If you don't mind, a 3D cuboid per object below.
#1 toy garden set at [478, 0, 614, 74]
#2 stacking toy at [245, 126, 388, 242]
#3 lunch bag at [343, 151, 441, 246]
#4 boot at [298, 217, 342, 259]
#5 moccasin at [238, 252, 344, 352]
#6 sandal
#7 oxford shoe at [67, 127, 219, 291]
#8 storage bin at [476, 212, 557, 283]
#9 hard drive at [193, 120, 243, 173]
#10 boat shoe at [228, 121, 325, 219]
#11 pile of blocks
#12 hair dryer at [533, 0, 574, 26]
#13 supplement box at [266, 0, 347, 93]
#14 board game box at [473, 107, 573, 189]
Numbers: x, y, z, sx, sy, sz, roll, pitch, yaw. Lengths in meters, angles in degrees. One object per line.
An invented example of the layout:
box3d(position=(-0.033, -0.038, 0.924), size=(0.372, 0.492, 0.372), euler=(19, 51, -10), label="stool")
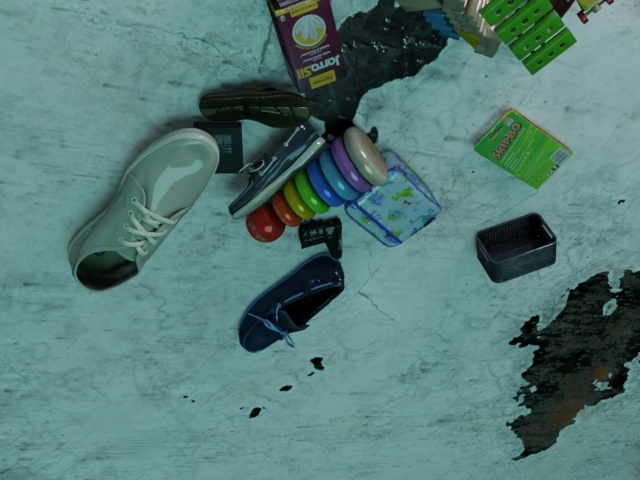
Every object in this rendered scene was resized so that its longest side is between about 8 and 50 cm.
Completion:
box3d(position=(0.426, -0.443, 1.529), size=(0.203, 0.049, 0.244), euler=(-37, 145, 20), label="toy garden set")
box3d(position=(-0.022, -0.104, 1.756), size=(0.330, 0.141, 0.141), euler=(-32, 136, 19), label="stacking toy")
box3d(position=(0.157, -0.087, 1.862), size=(0.176, 0.090, 0.219), euler=(-35, 134, 17), label="lunch bag")
box3d(position=(0.000, 0.001, 1.911), size=(0.099, 0.045, 0.121), euler=(-13, 128, -14), label="boot")
box3d(position=(-0.079, 0.171, 1.989), size=(0.137, 0.117, 0.342), euler=(24, 120, -37), label="moccasin")
box3d(position=(-0.126, -0.270, 1.592), size=(0.219, 0.060, 0.090), euler=(0, 144, -2), label="sandal")
box3d(position=(-0.356, -0.046, 1.643), size=(0.169, 0.130, 0.449), euler=(30, 119, -36), label="oxford shoe")
box3d(position=(0.500, 0.019, 2.078), size=(0.180, 0.122, 0.084), euler=(-19, 136, -4), label="storage bin")
box3d(position=(-0.204, -0.185, 1.634), size=(0.094, 0.022, 0.135), euler=(-1, 143, -4), label="hard drive")
box3d(position=(-0.104, -0.146, 1.684), size=(0.254, 0.095, 0.079), euler=(-43, 90, 11), label="boat shoe")
box3d(position=(0.241, -0.478, 1.526), size=(0.362, 0.148, 0.113), euler=(29, 74, -50), label="pile of blocks")
box3d(position=(0.420, -0.524, 1.557), size=(0.223, 0.080, 0.294), euler=(-25, 134, 6), label="hair dryer")
box3d(position=(-0.024, -0.381, 1.506), size=(0.104, 0.081, 0.188), euler=(-21, 137, -2), label="supplement box")
box3d(position=(0.472, -0.215, 1.904), size=(0.259, 0.039, 0.124), euler=(22, 120, -40), label="board game box")
